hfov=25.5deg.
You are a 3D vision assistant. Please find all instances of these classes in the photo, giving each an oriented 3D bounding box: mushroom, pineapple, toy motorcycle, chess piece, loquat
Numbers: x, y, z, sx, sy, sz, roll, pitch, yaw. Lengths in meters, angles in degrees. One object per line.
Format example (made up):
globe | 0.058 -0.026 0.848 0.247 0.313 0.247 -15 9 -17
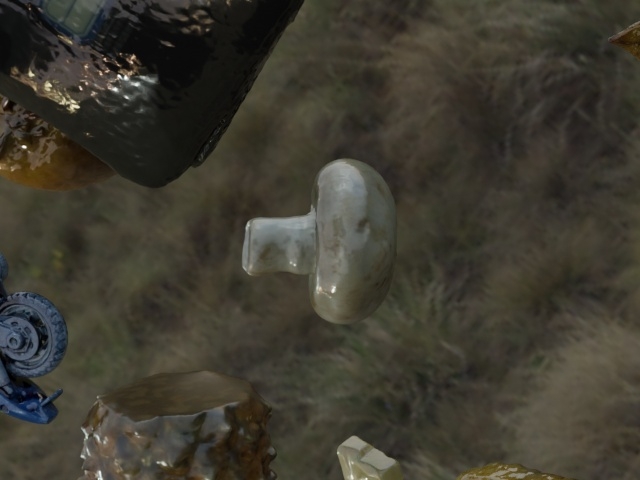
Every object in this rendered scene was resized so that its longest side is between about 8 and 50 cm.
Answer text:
mushroom | 0.000 0.000 2.047 0.243 0.243 0.244 -38 33 30
pineapple | -0.110 0.282 1.196 0.169 0.169 0.341 -148 52 -62
toy motorcycle | -0.333 0.074 1.231 0.092 0.254 0.136 -35 -33 -67
chess piece | 0.072 0.307 1.500 0.090 0.200 0.090 -16 18 5
loquat | -0.301 -0.164 1.627 0.193 0.238 0.238 -42 30 31

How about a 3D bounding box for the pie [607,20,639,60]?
pie | 0.419 -0.215 1.640 0.092 0.170 0.034 -32 44 31

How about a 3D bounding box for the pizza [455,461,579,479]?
pizza | 0.253 0.329 1.137 0.080 0.392 0.435 -29 -16 -30

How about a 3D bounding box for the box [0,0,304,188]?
box | -0.202 -0.240 1.262 0.359 0.350 0.091 -51 7 47
